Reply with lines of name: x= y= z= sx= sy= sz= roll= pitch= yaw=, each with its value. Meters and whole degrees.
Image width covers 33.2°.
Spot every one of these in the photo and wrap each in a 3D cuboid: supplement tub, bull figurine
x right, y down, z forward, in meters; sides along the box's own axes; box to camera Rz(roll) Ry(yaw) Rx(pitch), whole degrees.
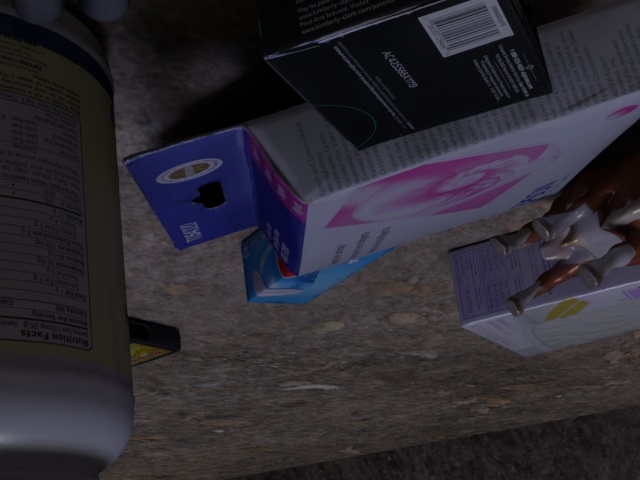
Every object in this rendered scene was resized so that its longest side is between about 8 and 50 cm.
supplement tub: x=-0.233 y=0.031 z=0.640 sx=0.235 sy=0.325 sz=0.235 roll=-7 pitch=161 yaw=-2
bull figurine: x=0.268 y=-0.026 z=0.956 sx=0.188 sy=0.101 sz=0.310 roll=-29 pitch=171 yaw=-14

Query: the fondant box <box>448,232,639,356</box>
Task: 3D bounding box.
fondant box: x=0.346 y=0.040 z=1.243 sx=0.330 sy=0.096 sz=0.238 roll=-18 pitch=158 yaw=24

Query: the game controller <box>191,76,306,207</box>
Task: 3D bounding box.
game controller: x=0.014 y=-0.085 z=0.799 sx=0.166 sy=0.067 sz=0.319 roll=10 pitch=155 yaw=-41

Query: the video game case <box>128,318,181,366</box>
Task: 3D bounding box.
video game case: x=-0.360 y=0.141 z=1.351 sx=0.274 sy=0.035 sz=0.248 roll=-19 pitch=158 yaw=27

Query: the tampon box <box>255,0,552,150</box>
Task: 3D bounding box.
tampon box: x=0.032 y=-0.145 z=0.489 sx=0.101 sy=0.161 sz=0.120 roll=-15 pitch=161 yaw=19

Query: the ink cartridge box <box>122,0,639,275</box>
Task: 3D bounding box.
ink cartridge box: x=0.047 y=-0.042 z=0.765 sx=0.330 sy=0.072 sz=0.324 roll=-19 pitch=172 yaw=-4

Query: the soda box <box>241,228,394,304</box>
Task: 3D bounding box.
soda box: x=0.000 y=0.000 z=1.036 sx=0.071 sy=0.067 sz=0.210 roll=4 pitch=157 yaw=-30

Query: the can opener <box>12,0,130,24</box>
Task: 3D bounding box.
can opener: x=-0.116 y=-0.171 z=0.482 sx=0.074 sy=0.093 sz=0.280 roll=-4 pitch=165 yaw=-14
